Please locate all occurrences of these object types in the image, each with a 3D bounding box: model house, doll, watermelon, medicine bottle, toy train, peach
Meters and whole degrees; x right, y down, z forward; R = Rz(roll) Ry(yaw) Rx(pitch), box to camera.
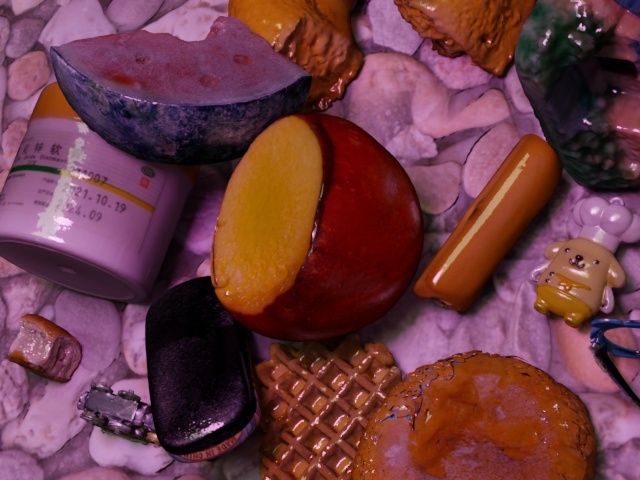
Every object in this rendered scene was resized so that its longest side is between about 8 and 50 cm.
[{"bbox_3d":[0.405,-0.177,1.239,0.280,0.312,0.245,25,76,36],"label":"model house"},{"bbox_3d":[0.306,0.020,1.337,0.106,0.062,0.162,24,77,29],"label":"doll"},{"bbox_3d":[-0.176,-0.189,1.472,0.318,0.148,0.226,6,47,-6],"label":"watermelon"},{"bbox_3d":[-0.303,-0.062,1.573,0.238,0.238,0.232,8,69,29],"label":"medicine bottle"},{"bbox_3d":[-0.214,0.231,1.480,0.202,0.081,0.060,12,72,23],"label":"toy train"},{"bbox_3d":[0.000,0.000,1.390,0.245,0.248,0.275,17,57,-7],"label":"peach"}]

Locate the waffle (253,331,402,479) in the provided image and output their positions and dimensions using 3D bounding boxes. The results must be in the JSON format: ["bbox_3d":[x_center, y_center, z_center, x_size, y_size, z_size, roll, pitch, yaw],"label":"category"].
[{"bbox_3d":[-0.002,0.232,1.386,0.249,0.056,0.253,-1,66,26],"label":"waffle"}]

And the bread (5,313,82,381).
[{"bbox_3d":[-0.375,0.146,1.598,0.070,0.083,0.077,12,71,27],"label":"bread"}]

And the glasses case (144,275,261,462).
[{"bbox_3d":[-0.148,0.148,1.430,0.122,0.082,0.321,-25,32,3],"label":"glasses case"}]

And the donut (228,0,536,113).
[{"bbox_3d":[0.061,-0.367,1.595,0.435,0.163,0.378,-17,58,19],"label":"donut"}]

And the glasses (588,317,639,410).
[{"bbox_3d":[0.383,0.174,1.207,0.239,0.102,0.207,5,101,45],"label":"glasses"}]

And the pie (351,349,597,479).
[{"bbox_3d":[0.164,0.223,1.255,0.273,0.069,0.273,-5,40,4],"label":"pie"}]

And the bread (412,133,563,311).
[{"bbox_3d":[0.203,-0.016,1.392,0.074,0.092,0.239,36,85,2],"label":"bread"}]
